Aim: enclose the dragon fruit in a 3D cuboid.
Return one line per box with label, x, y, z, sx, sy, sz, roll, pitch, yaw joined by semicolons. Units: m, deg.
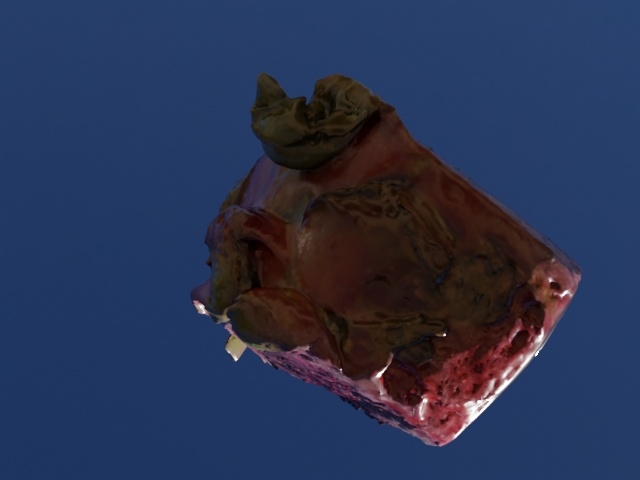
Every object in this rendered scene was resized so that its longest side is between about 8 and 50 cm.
dragon fruit;0.000;0.000;0.433;0.147;0.096;0.102;22;-98;57
